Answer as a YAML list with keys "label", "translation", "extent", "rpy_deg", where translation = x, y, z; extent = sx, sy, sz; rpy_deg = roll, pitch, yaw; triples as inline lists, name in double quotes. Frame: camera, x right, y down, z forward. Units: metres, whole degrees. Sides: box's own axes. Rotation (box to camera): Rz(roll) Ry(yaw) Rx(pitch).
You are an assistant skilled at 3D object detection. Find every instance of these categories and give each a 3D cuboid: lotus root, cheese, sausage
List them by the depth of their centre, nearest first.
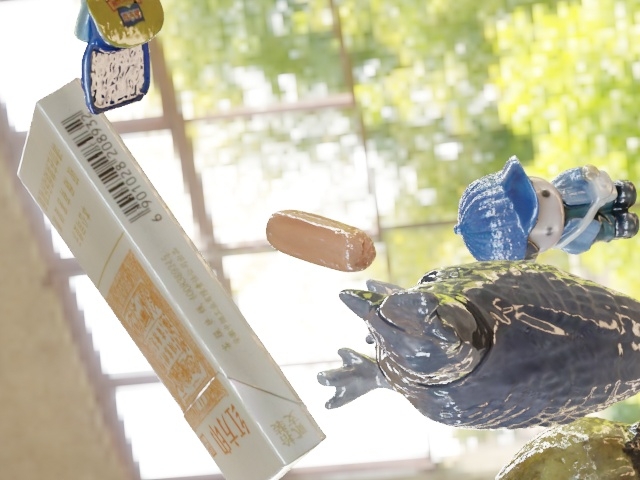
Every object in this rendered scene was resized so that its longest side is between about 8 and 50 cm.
- label: "cheese"
  translation: [-0.139, -0.211, 1.337]
  extent: [0.156, 0.064, 0.250]
  rpy_deg: [-29, -58, -56]
- label: "sausage"
  translation: [0.000, 0.000, 1.348]
  extent: [0.034, 0.083, 0.034]
  rpy_deg: [-23, -60, -46]
- label: "lotus root"
  translation: [0.212, 0.233, 1.731]
  extent: [0.138, 0.214, 0.138]
  rpy_deg: [53, -167, -17]

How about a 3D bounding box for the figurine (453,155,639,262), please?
- label: "figurine"
  translation: [0.176, -0.024, 1.557]
  extent: [0.087, 0.149, 0.086]
  rpy_deg: [-3, 92, 55]

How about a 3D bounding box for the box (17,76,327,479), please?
- label: "box"
  translation: [-0.134, 0.049, 1.710]
  extent: [0.365, 0.051, 0.204]
  rpy_deg: [55, 160, 6]

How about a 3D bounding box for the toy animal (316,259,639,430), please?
- label: "toy animal"
  translation: [0.095, 0.053, 0.974]
  extent: [0.367, 0.206, 0.081]
  rpy_deg: [9, -99, -45]
